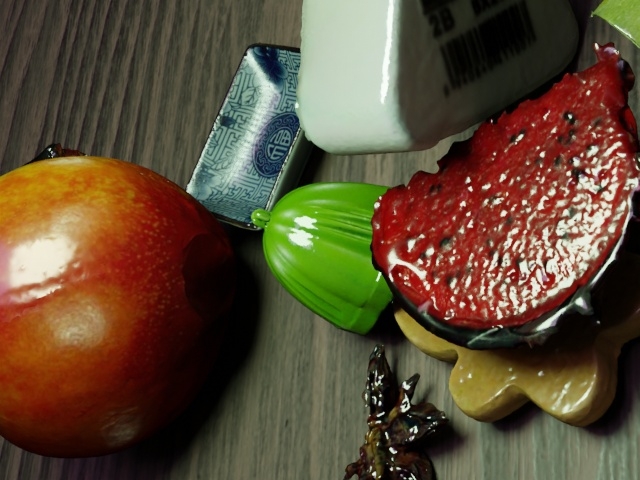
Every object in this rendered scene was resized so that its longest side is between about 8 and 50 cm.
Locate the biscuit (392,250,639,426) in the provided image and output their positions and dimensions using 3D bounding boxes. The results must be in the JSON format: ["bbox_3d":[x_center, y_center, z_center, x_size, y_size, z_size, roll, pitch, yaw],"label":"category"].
[{"bbox_3d":[0.208,0.058,1.683,0.355,0.052,0.275,25,86,51],"label":"biscuit"}]

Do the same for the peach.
[{"bbox_3d":[-0.285,0.074,1.976,0.388,0.388,0.388,-24,54,38],"label":"peach"}]

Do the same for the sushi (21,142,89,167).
[{"bbox_3d":[-0.367,-0.052,2.281,0.153,0.150,0.172,-19,57,40],"label":"sushi"}]

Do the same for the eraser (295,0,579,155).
[{"bbox_3d":[0.102,-0.219,1.692,0.150,0.331,0.331,3,72,48],"label":"eraser"}]

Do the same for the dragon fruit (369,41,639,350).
[{"bbox_3d":[0.206,-0.001,1.602,0.343,0.100,0.282,-30,47,33],"label":"dragon fruit"}]

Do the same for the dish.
[{"bbox_3d":[-0.061,-0.125,2.047,0.182,0.080,0.243,16,81,49],"label":"dish"}]

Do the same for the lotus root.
[{"bbox_3d":[0.000,0.000,1.803,0.186,0.186,0.186,-24,54,38],"label":"lotus root"}]

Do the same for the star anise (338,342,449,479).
[{"bbox_3d":[0.086,0.219,1.729,0.157,0.053,0.212,4,71,49],"label":"star anise"}]

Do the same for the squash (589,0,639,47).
[{"bbox_3d":[0.414,-0.291,1.620,0.287,0.137,0.137,-48,41,1],"label":"squash"}]
